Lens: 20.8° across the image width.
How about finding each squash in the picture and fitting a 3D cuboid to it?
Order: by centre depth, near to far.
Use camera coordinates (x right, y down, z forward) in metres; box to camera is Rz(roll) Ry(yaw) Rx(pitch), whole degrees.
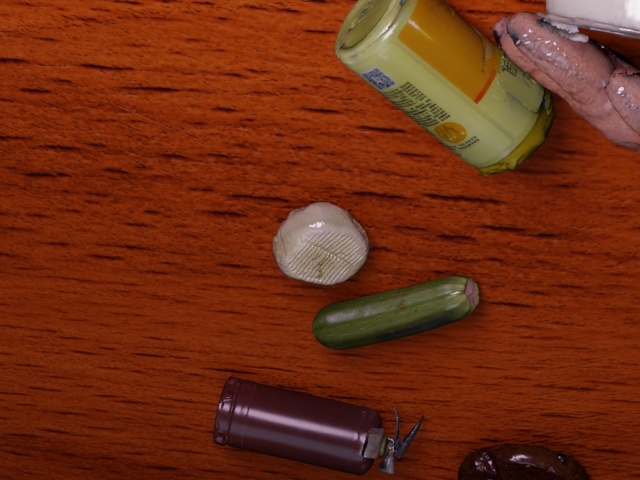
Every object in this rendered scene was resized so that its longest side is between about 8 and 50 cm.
[{"bbox_3d":[0.090,0.090,2.138,0.229,0.066,0.066,-16,130,31],"label":"squash"}]

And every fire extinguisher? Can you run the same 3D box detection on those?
[{"bbox_3d":[-0.003,0.250,2.330,0.269,0.105,0.105,12,139,5],"label":"fire extinguisher"}]

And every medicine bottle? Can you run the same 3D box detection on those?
[{"bbox_3d":[0.136,-0.166,1.793,0.239,0.124,0.124,35,136,-25],"label":"medicine bottle"}]

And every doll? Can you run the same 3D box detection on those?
[{"bbox_3d":[0.323,-0.165,1.738,0.303,0.201,0.156,34,95,-12],"label":"doll"}]

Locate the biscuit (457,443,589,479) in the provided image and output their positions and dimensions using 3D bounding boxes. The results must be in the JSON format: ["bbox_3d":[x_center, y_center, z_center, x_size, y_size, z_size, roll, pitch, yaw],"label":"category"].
[{"bbox_3d":[0.277,0.334,2.367,0.192,0.049,0.192,10,146,7],"label":"biscuit"}]

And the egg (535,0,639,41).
[{"bbox_3d":[0.349,-0.253,1.566,0.286,0.264,0.174,11,104,6],"label":"egg"}]

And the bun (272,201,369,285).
[{"bbox_3d":[0.000,0.000,2.062,0.115,0.069,0.115,-6,135,-6],"label":"bun"}]
